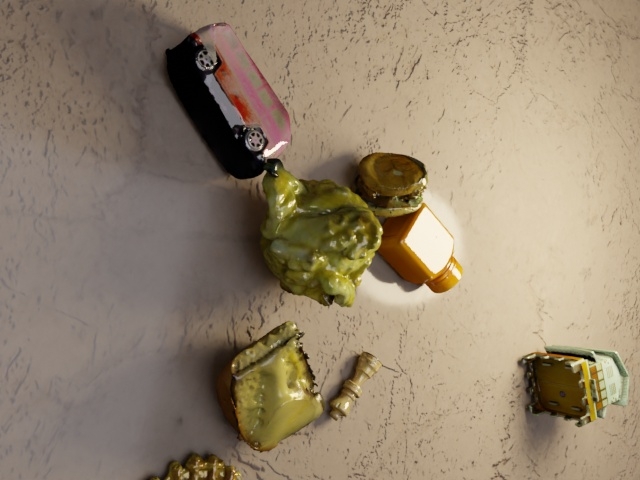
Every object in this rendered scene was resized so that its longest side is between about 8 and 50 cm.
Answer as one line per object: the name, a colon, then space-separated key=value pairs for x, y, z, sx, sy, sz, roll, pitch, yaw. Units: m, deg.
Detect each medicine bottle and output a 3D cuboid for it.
medicine bottle: x=0.256 y=0.026 z=1.440 sx=0.222 sy=0.112 sz=0.149 roll=46 pitch=64 yaw=-23

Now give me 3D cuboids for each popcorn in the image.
popcorn: x=-0.003 y=0.007 z=1.180 sx=0.293 sy=0.293 sz=0.237 roll=8 pitch=124 yaw=-33

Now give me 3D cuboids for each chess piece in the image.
chess piece: x=0.078 y=0.345 z=1.338 sx=0.060 sy=0.060 sz=0.172 roll=48 pitch=66 yaw=-22

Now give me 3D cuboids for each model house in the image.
model house: x=0.741 y=0.412 z=1.681 sx=0.215 sy=0.224 sz=0.198 roll=-8 pitch=89 yaw=-30

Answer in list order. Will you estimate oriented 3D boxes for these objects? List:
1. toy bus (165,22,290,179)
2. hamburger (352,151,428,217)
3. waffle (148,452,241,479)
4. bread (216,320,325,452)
toy bus: x=-0.181 y=-0.282 z=1.160 sx=0.147 sy=0.127 sz=0.303 roll=-43 pitch=110 yaw=-31
hamburger: x=0.171 y=-0.132 z=1.364 sx=0.185 sy=0.177 sz=0.113 roll=-28 pitch=133 yaw=-39
waffle: x=-0.248 y=0.548 z=1.106 sx=0.253 sy=0.056 sz=0.249 roll=-30 pitch=103 yaw=-33
bread: x=-0.117 y=0.292 z=1.151 sx=0.204 sy=0.162 sz=0.262 roll=-33 pitch=128 yaw=-32
